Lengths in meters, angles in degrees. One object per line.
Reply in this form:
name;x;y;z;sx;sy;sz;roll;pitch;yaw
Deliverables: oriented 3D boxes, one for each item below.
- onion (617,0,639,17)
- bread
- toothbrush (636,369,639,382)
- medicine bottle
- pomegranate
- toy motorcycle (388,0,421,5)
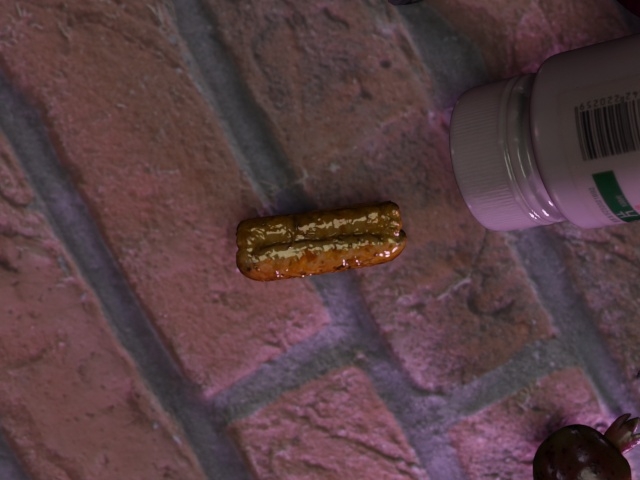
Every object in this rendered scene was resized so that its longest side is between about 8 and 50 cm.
onion;0.401;-0.333;1.544;0.200;0.200;0.207;-13;80;0
bread;0.000;0.000;1.657;0.211;0.114;0.083;-9;88;-1
toothbrush;0.537;0.256;1.795;0.304;0.030;0.030;35;99;-8
medicine bottle;0.333;-0.121;1.535;0.339;0.208;0.208;-11;107;34
pomegranate;0.354;0.294;1.744;0.159;0.129;0.129;-13;104;-9
toy motorcycle;0.106;-0.366;1.590;0.122;0.080;0.215;30;96;-10
